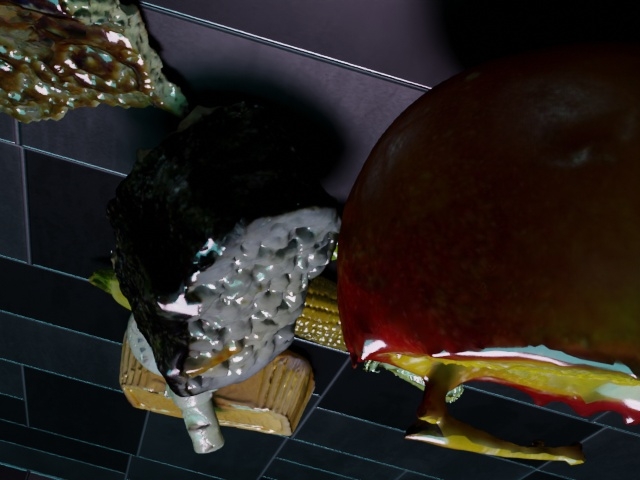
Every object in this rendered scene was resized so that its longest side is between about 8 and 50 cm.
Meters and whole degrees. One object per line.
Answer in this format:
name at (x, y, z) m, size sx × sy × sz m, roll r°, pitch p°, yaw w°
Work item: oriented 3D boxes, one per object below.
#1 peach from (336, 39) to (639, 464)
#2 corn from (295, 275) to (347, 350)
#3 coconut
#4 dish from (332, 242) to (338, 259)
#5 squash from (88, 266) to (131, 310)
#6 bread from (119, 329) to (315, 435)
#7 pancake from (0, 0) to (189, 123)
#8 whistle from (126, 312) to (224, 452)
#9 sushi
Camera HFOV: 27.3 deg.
peach at (0.219, 0.003, 1.046) m, size 0.405 × 0.310 × 0.335 m, roll 4°, pitch 160°, yaw 5°
corn at (-0.070, 0.059, 1.601) m, size 0.319 × 0.097 × 0.097 m, roll 22°, pitch 156°, yaw -21°
coconut at (0.127, 0.161, 1.761) m, size 0.133 × 0.055 × 0.158 m, roll 10°, pitch 155°, yaw 12°
dish at (0.000, 0.000, 1.476) m, size 0.091 × 0.039 × 0.137 m, roll -15°, pitch 171°, yaw -26°
squash at (-0.215, 0.073, 1.730) m, size 0.200 × 0.075 × 0.090 m, roll 12°, pitch 139°, yaw 6°
bread at (-0.158, 0.206, 1.946) m, size 0.288 × 0.119 × 0.152 m, roll 9°, pitch 153°, yaw 9°
pancake at (-0.327, -0.179, 1.239) m, size 0.426 × 0.067 × 0.305 m, roll -1°, pitch 153°, yaw 30°
whistle at (-0.189, 0.172, 1.823) m, size 0.126 × 0.067 × 0.258 m, roll -12°, pitch 104°, yaw 20°
sushi at (-0.108, 0.015, 1.364) m, size 0.211 × 0.171 × 0.350 m, roll -24°, pitch 154°, yaw -22°
